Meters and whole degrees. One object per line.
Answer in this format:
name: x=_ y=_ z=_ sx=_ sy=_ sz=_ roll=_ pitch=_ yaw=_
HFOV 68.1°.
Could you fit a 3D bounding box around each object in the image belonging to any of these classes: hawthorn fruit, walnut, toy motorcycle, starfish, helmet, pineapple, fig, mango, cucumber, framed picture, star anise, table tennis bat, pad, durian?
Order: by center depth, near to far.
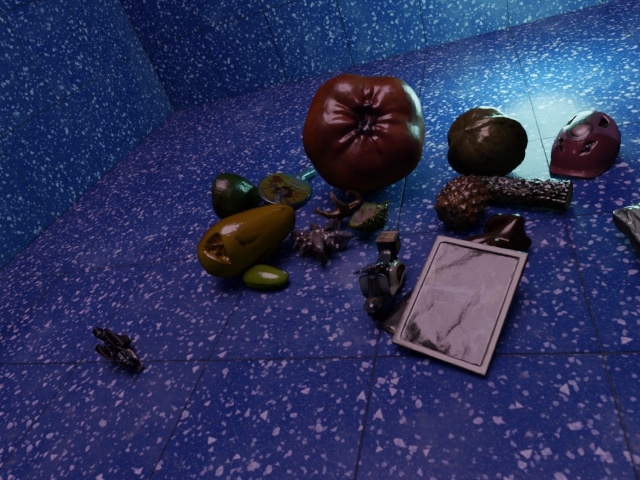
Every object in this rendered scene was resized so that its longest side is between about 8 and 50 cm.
framed picture: x=0.339 y=0.144 z=1.157 sx=0.240 sy=0.020 sz=0.324 roll=16 pitch=68 yaw=35
pad: x=0.284 y=0.182 z=1.245 sx=0.233 sy=0.022 sz=0.174 roll=-36 pitch=36 yaw=-22
toy motorcycle: x=0.166 y=0.097 z=1.295 sx=0.090 sy=0.157 sz=0.263 roll=-3 pitch=28 yaw=27
toy motorcycle: x=-0.616 y=0.340 z=1.454 sx=0.213 sy=0.122 sz=0.082 roll=29 pitch=81 yaw=35
pineapple: x=0.447 y=-0.130 z=1.472 sx=0.166 sy=0.166 sz=0.193 roll=21 pitch=62 yaw=46
cucumber: x=0.596 y=-0.160 z=1.495 sx=0.359 sy=0.096 sz=0.096 roll=13 pitch=46 yaw=39
helmet: x=0.861 y=-0.328 z=1.542 sx=0.198 sy=0.154 sz=0.253 roll=18 pitch=45 yaw=43
mango: x=-0.180 y=0.117 z=1.546 sx=0.165 sy=0.074 sz=0.091 roll=-4 pitch=37 yaw=27
durian: x=0.173 y=-0.069 z=1.579 sx=0.137 sy=0.095 sz=0.220 roll=-53 pitch=9 yaw=-10
star anise: x=0.000 y=0.000 z=1.591 sx=0.229 sy=0.093 sz=0.236 roll=-10 pitch=25 yaw=10
walnut: x=0.559 y=-0.318 z=1.598 sx=0.282 sy=0.283 sz=0.227 roll=-15 pitch=58 yaw=9
mango: x=-0.246 y=-0.012 z=1.614 sx=0.365 sy=0.253 sz=0.182 roll=-36 pitch=80 yaw=-13
starfish: x=0.058 y=-0.112 z=1.683 sx=0.146 sy=0.190 sz=0.074 roll=-15 pitch=73 yaw=-25
hawthorn fruit: x=0.163 y=-0.390 z=1.751 sx=0.471 sy=0.472 sz=0.472 roll=-15 pitch=34 yaw=10
fig: x=-0.325 y=-0.178 z=1.968 sx=0.235 sy=0.203 sz=0.203 roll=4 pitch=35 yaw=-4
table tennis bat: x=-0.125 y=-0.230 z=1.987 sx=0.215 sy=0.044 sz=0.329 roll=28 pitch=43 yaw=19

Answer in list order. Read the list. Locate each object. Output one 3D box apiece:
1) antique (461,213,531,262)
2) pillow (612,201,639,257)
antique: x=0.466 y=0.016 z=1.301 sx=0.257 sy=0.121 sz=0.143 roll=-42 pitch=29 yaw=-17
pillow: x=0.879 y=-0.009 z=1.084 sx=0.283 sy=0.138 sz=0.310 roll=-11 pitch=32 yaw=14
